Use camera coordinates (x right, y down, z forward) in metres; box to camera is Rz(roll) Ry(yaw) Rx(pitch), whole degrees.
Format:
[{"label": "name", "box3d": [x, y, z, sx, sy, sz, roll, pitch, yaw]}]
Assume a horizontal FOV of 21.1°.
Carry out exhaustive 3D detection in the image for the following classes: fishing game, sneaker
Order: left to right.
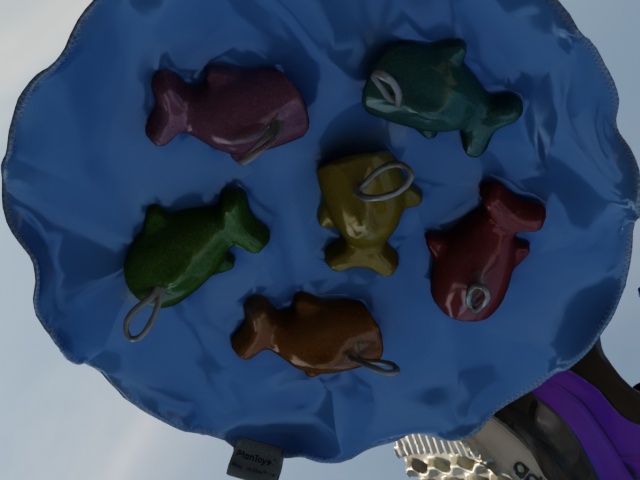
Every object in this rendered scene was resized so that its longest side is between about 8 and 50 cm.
[{"label": "fishing game", "box3d": [0.000, 0.000, 0.481, 0.264, 0.189, 0.041, 3, -144, -4]}, {"label": "sneaker", "box3d": [0.179, 0.149, 0.878, 0.146, 0.293, 0.102, -48, -163, -28]}]
